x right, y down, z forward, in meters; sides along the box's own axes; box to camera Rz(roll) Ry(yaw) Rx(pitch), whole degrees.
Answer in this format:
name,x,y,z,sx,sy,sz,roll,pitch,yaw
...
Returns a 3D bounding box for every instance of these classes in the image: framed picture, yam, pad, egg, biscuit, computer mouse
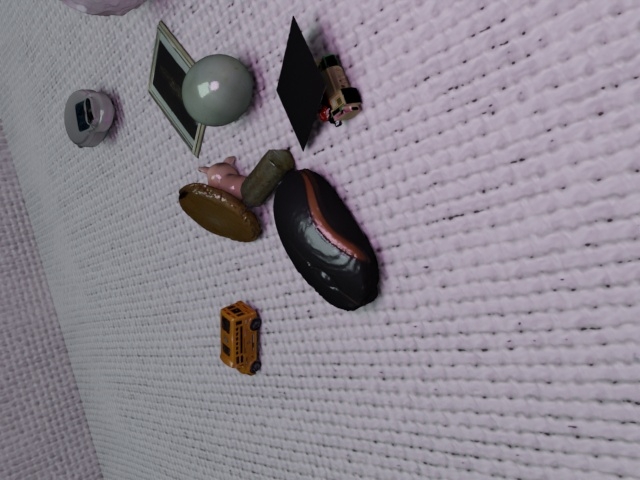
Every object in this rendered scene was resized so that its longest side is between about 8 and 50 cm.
name,x,y,z,sx,sy,sz,roll,pitch,yaw
framed picture,-0.369,-0.389,1.924,0.293,0.018,0.231,51,140,28
yam,-0.120,-0.141,1.637,0.169,0.068,0.068,-45,67,51
pad,-0.042,-0.297,1.451,0.243,0.004,0.163,116,134,-65
egg,-0.227,-0.327,1.637,0.192,0.149,0.149,-32,77,62
biscuit,-0.237,-0.065,1.759,0.226,0.042,0.226,22,156,10
computer mouse,-0.004,0.001,1.498,0.323,0.116,0.183,57,147,22

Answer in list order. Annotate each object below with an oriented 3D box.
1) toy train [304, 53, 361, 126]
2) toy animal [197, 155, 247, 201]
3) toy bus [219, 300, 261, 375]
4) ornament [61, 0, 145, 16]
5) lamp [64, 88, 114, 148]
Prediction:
name,x,y,z,sx,sy,sz,roll,pitch,yaw
toy train,0.022,-0.286,1.399,0.087,0.050,0.137,-31,77,50
toy animal,-0.213,-0.139,1.760,0.150,0.083,0.089,35,118,27
toy bus,-0.209,0.258,1.904,0.083,0.088,0.194,29,126,44
ornament,-0.539,-0.706,1.775,0.337,0.337,0.336,26,124,47
lamp,-0.704,-0.383,2.312,0.246,0.108,0.179,-9,93,48
